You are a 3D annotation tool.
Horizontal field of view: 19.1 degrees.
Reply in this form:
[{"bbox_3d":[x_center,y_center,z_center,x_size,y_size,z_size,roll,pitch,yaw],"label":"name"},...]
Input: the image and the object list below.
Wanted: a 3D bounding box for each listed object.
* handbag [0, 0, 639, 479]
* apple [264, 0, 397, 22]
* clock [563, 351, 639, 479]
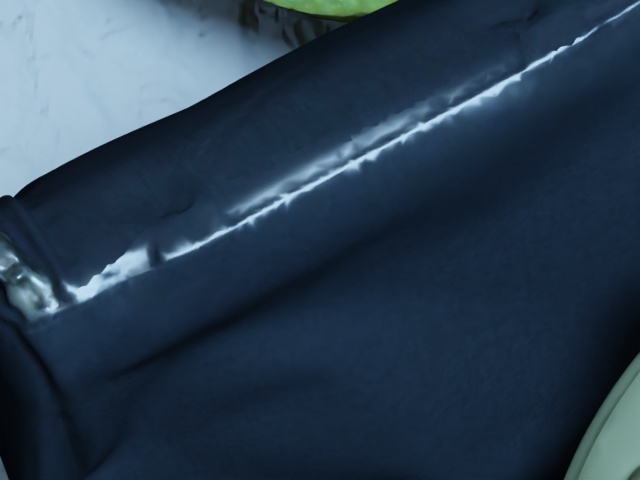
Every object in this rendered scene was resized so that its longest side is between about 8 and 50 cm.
[{"bbox_3d":[-0.001,-0.001,0.723,0.301,0.275,0.178,-29,46,-12],"label":"handbag"},{"bbox_3d":[0.031,-0.209,0.821,0.226,0.246,0.246,33,66,17],"label":"apple"},{"bbox_3d":[0.203,0.102,0.739,0.379,0.276,0.120,-18,41,-35],"label":"clock"}]
